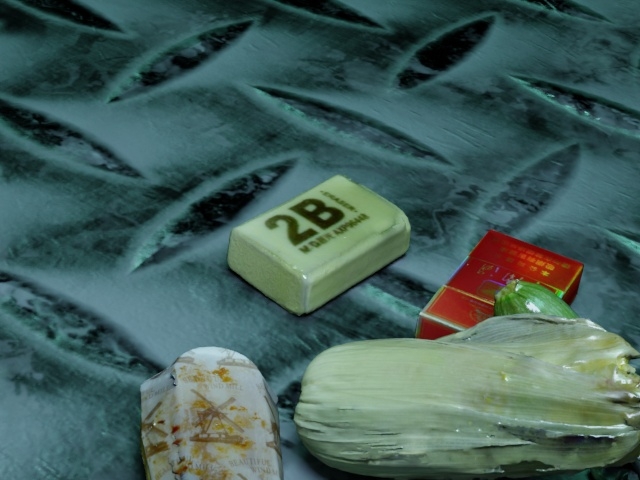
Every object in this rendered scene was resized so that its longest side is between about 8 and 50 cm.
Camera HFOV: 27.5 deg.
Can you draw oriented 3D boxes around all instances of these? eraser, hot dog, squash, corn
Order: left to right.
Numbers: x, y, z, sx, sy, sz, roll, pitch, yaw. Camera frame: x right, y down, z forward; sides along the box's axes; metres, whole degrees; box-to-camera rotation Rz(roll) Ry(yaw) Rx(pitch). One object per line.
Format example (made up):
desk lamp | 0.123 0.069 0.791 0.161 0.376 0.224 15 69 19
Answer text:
hot dog | -0.086 0.189 1.098 0.131 0.069 0.253 5 38 -16
eraser | 0.000 0.000 1.372 0.117 0.058 0.172 32 43 31
corn | 0.127 0.137 1.091 0.305 0.122 0.123 -6 16 23
squash | 0.242 0.123 1.190 0.219 0.077 0.068 44 53 13

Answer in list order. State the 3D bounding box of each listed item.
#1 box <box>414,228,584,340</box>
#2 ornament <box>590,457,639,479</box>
box | 0.182 0.063 1.318 0.112 0.048 0.175 21 39 20
ornament | 0.220 0.237 1.064 0.202 0.080 0.236 17 40 11
